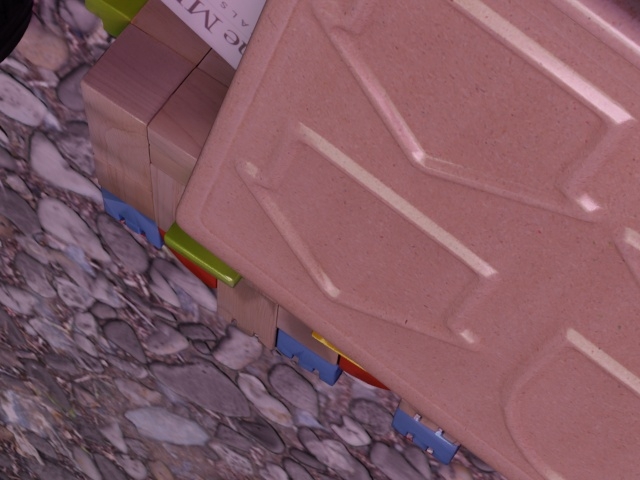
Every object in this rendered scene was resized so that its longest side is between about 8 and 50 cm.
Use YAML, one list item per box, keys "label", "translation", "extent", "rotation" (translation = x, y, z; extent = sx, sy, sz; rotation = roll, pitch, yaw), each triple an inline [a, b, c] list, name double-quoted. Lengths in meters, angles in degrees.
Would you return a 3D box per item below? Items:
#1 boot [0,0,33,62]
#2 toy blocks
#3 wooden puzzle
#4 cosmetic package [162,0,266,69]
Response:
- label: "boot"
  translation: [-0.304, -0.237, 1.062]
  extent: [0.207, 0.094, 0.246]
  rotation: [29, 154, 10]
- label: "toy blocks"
  translation: [0.000, 0.000, 1.000]
  extent: [0.381, 0.191, 0.261]
  rotation: [33, 160, 9]
- label: "wooden puzzle"
  translation: [0.108, 0.003, 0.662]
  extent: [0.322, 0.080, 0.348]
  rotation: [38, 152, 4]
- label: "cosmetic package"
  translation: [0.057, -0.205, 0.659]
  extent: [0.217, 0.156, 0.385]
  rotation: [41, 148, -7]
